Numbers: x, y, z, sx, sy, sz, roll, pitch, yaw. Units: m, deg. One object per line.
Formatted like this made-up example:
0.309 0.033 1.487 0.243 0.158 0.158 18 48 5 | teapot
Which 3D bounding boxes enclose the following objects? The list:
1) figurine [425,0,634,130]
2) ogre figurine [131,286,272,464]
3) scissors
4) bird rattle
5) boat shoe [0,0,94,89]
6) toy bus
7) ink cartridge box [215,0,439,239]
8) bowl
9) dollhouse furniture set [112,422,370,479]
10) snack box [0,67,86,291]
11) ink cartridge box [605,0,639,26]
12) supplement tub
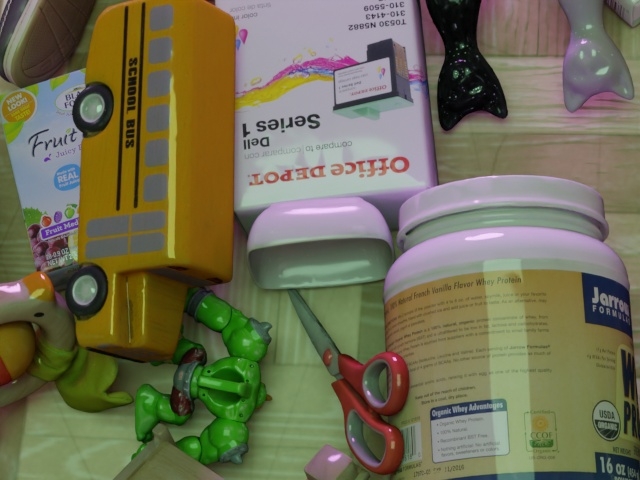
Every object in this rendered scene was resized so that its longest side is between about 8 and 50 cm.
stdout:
0.206 -0.224 1.692 0.215 0.092 0.209 -6 89 21 | figurine
-0.114 0.142 1.643 0.118 0.097 0.197 9 63 23 | ogre figurine
0.013 0.127 1.580 0.021 0.297 0.109 3 102 -24 | scissors
-0.320 0.114 1.635 0.254 0.207 0.143 -17 53 -6 | bird rattle
-0.291 -0.291 1.805 0.092 0.103 0.285 14 72 18 | boat shoe
-0.155 -0.057 1.609 0.130 0.108 0.332 -8 74 28 | toy bus
0.006 -0.151 1.702 0.201 0.117 0.278 -7 73 7 | ink cartridge box
0.000 0.000 1.633 0.142 0.142 0.053 -4 71 2 | bowl
-0.164 0.306 1.585 0.303 0.173 0.355 29 63 37 | dollhouse furniture set
-0.223 -0.073 1.738 0.175 0.070 0.207 -18 70 3 | snack box
0.346 -0.355 1.754 0.225 0.056 0.181 -38 71 -9 | ink cartridge box
0.172 0.119 1.534 0.228 0.228 0.316 -4 73 7 | supplement tub
